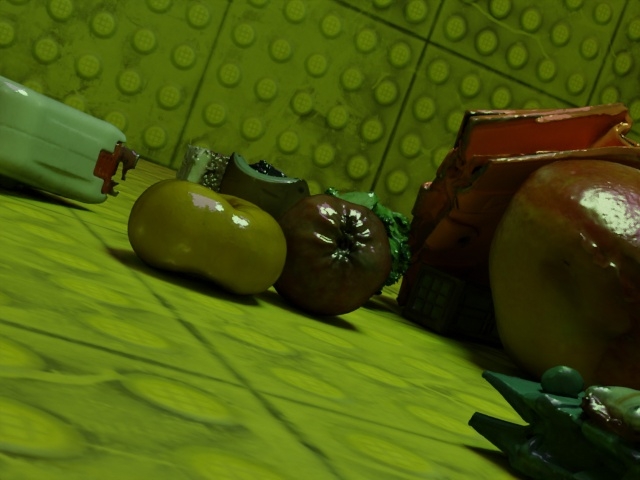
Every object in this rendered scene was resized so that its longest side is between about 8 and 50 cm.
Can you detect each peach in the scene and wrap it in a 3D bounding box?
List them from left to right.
[{"bbox_3d":[-0.124,-0.006,1.253,0.179,0.103,0.179,23,5,-2],"label":"peach"},{"bbox_3d":[0.363,0.064,1.451,0.290,0.372,0.372,-16,4,0],"label":"peach"}]

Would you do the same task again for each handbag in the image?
[{"bbox_3d":[0.282,-0.044,1.720,0.303,0.116,0.410,-7,-29,-20],"label":"handbag"},{"bbox_3d":[0.293,0.174,0.874,0.274,0.100,0.269,19,5,-35],"label":"handbag"}]

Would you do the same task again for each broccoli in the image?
[{"bbox_3d":[0.045,0.006,1.679,0.195,0.195,0.156,21,-29,14],"label":"broccoli"}]

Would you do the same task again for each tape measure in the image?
[{"bbox_3d":[-0.408,-0.136,1.475,0.265,0.130,0.258,16,-1,21],"label":"tape measure"}]

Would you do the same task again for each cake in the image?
[{"bbox_3d":[-0.192,-0.103,2.136,0.147,0.134,0.135,26,0,-18],"label":"cake"}]

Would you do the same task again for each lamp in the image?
[{"bbox_3d":[0.265,0.115,1.759,0.325,0.090,0.089,16,6,-45],"label":"lamp"}]

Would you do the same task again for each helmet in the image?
[{"bbox_3d":[-0.089,-0.053,1.983,0.198,0.130,0.224,26,-5,21],"label":"helmet"}]

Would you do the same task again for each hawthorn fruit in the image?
[{"bbox_3d":[0.009,0.030,1.366,0.149,0.149,0.189,21,-28,10],"label":"hawthorn fruit"}]
